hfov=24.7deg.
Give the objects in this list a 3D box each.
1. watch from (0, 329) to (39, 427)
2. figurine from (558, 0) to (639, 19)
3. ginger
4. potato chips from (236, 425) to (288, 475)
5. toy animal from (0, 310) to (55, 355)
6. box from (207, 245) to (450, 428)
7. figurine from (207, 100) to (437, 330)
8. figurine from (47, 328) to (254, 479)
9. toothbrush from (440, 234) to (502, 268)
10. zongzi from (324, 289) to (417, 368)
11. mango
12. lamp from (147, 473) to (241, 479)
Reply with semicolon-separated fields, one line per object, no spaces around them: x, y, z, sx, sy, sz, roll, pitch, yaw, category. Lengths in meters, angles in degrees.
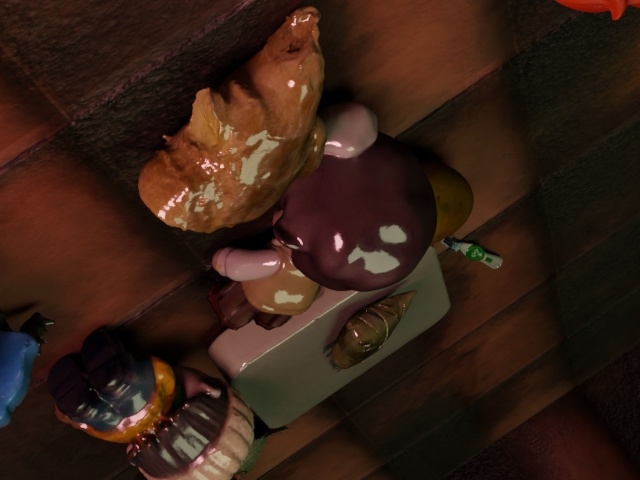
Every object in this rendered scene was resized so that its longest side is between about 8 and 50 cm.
-0.434;0.133;1.468;0.305;0.241;0.274;-27;143;-18;watch
0.367;-0.352;1.656;0.257;0.181;0.208;-36;-172;22;figurine
-0.062;-0.122;1.571;0.270;0.123;0.219;-45;153;24;ginger
-0.127;0.356;2.544;0.167;0.059;0.228;-38;159;27;potato chips
-0.370;0.119;1.709;0.136;0.065;0.047;-18;154;-37;toy animal
0.023;0.130;2.263;0.367;0.090;0.373;-34;157;-4;box
-0.002;-0.015;1.864;0.218;0.206;0.365;18;155;-29;figurine
-0.222;0.248;1.999;0.185;0.204;0.332;-37;158;11;figurine
0.257;0.019;2.453;0.030;0.030;0.304;-40;160;13;toothbrush
0.075;0.138;2.173;0.130;0.062;0.154;-35;167;-31;zongzi
0.138;-0.048;2.031;0.138;0.113;0.253;-46;163;17;mango
-0.218;0.468;2.520;0.215;0.223;0.151;-60;177;30;lamp
